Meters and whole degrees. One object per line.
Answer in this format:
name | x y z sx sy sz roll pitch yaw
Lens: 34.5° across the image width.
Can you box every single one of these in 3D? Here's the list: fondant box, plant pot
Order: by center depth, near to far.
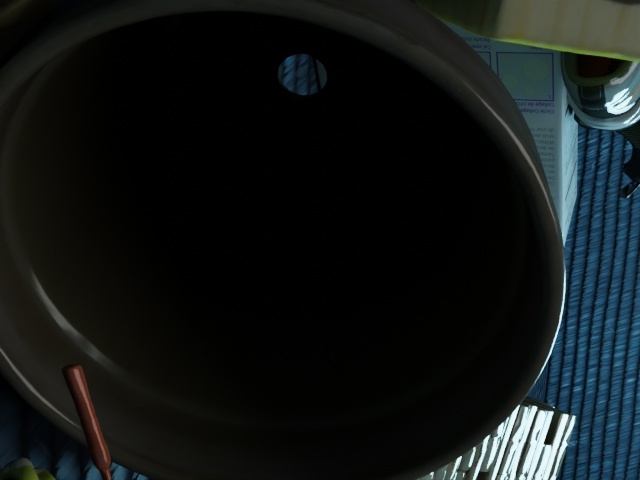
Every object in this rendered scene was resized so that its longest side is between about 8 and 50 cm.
plant pot | -0.023 -0.049 0.642 0.280 0.323 0.323 -79 164 -56
fondant box | 0.128 -0.152 1.019 0.096 0.238 0.330 -63 151 -45

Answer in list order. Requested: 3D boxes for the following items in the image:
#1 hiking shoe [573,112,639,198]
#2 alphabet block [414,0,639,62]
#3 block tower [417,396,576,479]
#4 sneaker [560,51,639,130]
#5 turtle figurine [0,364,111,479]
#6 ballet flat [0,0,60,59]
hiking shoe | 0.282 -0.156 0.965 0.086 0.114 0.227 -9 77 -66
alphabet block | 0.181 -0.232 0.686 0.193 0.192 0.197 -121 -142 -68
block tower | 0.093 0.152 0.813 0.335 0.091 0.097 18 89 -52
sneaker | 0.258 -0.233 0.868 0.108 0.100 0.271 11 85 -64
turtle figurine | -0.199 0.200 0.518 0.217 0.087 0.269 -16 120 -59
ballet flat | -0.182 -0.113 0.507 0.232 0.080 0.073 -60 177 -40
